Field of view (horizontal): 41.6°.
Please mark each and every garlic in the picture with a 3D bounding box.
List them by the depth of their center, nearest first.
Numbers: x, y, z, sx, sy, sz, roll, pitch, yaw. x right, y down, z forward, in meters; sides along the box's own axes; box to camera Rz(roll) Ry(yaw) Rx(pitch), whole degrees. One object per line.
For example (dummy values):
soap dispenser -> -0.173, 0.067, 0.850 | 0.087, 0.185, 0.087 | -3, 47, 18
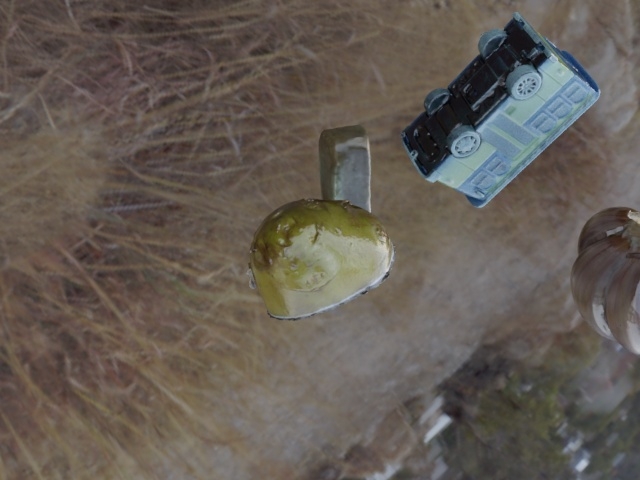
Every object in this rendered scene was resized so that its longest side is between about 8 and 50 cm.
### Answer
garlic -> 0.418, 0.058, 1.152 | 0.160, 0.214, 0.191 | -22, 117, -21

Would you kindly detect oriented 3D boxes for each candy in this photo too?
candy -> 0.057, -0.140, 1.886 | 0.104, 0.102, 0.234 | -10, 124, -13

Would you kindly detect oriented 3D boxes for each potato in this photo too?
potato -> 0.000, 0.000, 1.630 | 0.300, 0.246, 0.196 | -34, 117, -30

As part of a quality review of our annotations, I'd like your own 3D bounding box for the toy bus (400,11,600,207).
toy bus -> 0.316, -0.228, 1.516 | 0.190, 0.152, 0.312 | 23, 122, -39
